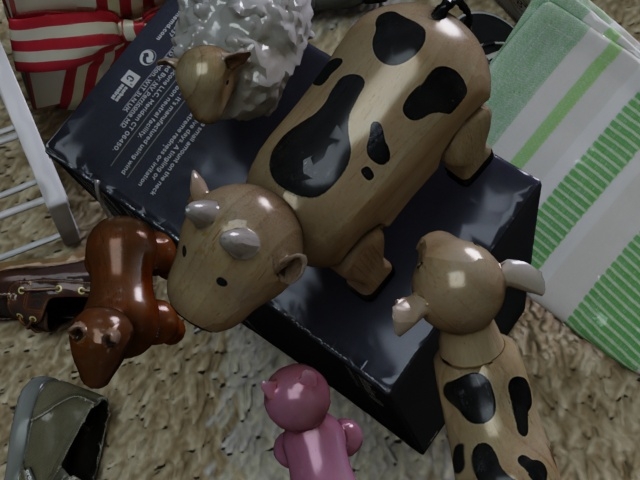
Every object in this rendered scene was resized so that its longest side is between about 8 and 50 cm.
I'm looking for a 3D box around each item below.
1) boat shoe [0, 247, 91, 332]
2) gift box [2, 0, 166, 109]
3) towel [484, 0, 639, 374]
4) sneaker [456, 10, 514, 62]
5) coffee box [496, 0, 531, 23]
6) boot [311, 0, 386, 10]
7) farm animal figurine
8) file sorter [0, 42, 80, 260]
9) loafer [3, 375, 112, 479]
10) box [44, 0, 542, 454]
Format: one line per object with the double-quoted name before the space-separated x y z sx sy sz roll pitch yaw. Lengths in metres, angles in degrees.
"boat shoe" -0.275 0.056 1.004 0.207 0.073 0.073 -12 67 6
"gift box" -0.212 -0.288 1.031 0.255 0.276 0.258 -18 64 -11
"towel" 0.261 -0.040 0.888 0.325 0.038 0.247 37 108 5
"sneaker" 0.194 -0.145 0.983 0.084 0.097 0.234 -21 68 1
"coffee box" 0.198 -0.359 0.952 0.119 0.297 0.168 -34 68 -4
"boot" -0.019 -0.352 1.108 0.161 0.083 0.246 -10 68 12
"farm animal figurine" 0.011 0.001 0.556 0.330 0.172 0.326 20 78 16
"file sorter" -0.369 -0.111 0.963 0.173 0.193 0.277 -23 84 -12
"loafer" -0.245 0.247 0.918 0.088 0.094 0.251 -3 70 13
"box" 0.000 0.000 0.833 0.313 0.343 0.179 35 81 18
